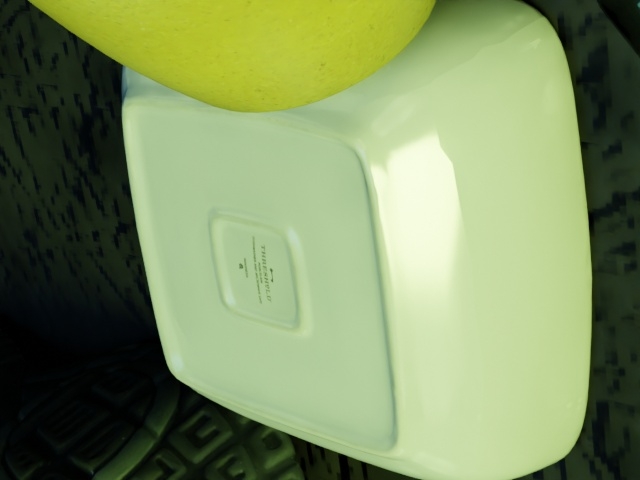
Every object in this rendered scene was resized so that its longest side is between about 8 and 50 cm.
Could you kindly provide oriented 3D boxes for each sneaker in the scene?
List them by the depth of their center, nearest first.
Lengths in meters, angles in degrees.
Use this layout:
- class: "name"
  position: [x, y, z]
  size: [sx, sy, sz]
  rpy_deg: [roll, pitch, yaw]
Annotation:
- class: "sneaker"
  position: [-0.090, 0.106, 0.545]
  size: [0.286, 0.109, 0.130]
  rpy_deg: [11, 126, 51]

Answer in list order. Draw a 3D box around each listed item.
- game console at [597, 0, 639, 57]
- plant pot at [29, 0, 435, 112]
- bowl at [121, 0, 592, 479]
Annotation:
- class: "game console"
  position: [0.108, -0.025, 0.278]
  size: [0.085, 0.124, 0.144]
  rpy_deg: [-41, 81, 21]
- class: "plant pot"
  position: [-0.019, -0.086, 0.350]
  size: [0.134, 0.134, 0.095]
  rpy_deg: [15, 145, 39]
- class: "bowl"
  position: [0.000, 0.000, 0.420]
  size: [0.142, 0.053, 0.142]
  rpy_deg: [15, 123, 40]
